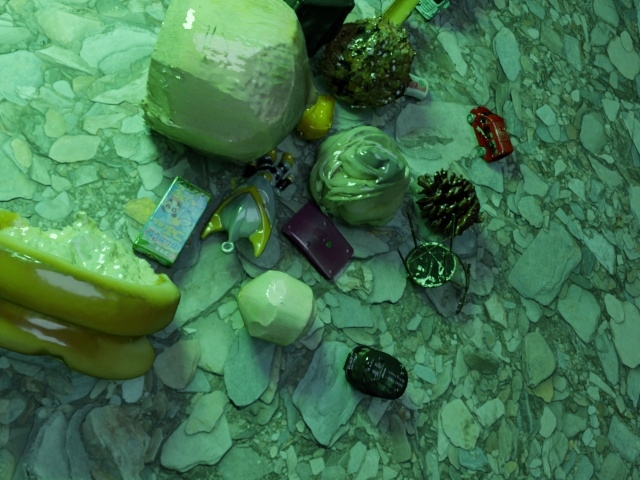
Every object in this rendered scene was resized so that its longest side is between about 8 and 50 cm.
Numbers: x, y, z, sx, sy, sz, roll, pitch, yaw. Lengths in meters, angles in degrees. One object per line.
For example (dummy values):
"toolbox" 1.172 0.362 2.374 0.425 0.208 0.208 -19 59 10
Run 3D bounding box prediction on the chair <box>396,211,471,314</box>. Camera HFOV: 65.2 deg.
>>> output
"chair" 0.323 0.069 1.407 0.325 0.170 0.159 62 40 -53

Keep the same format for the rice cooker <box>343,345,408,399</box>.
"rice cooker" 0.140 0.333 1.252 0.165 0.106 0.112 34 67 -27

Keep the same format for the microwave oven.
"microwave oven" -0.058 -0.604 1.301 0.178 0.247 0.188 -13 81 -33

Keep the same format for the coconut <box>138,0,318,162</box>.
"coconut" -0.185 -0.370 1.130 0.405 0.405 0.404 8 72 -25

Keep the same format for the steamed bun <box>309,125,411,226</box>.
"steamed bun" 0.125 -0.188 1.333 0.268 0.207 0.280 26 64 -19

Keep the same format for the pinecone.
"pinecone" 0.371 -0.114 1.457 0.169 0.185 0.212 -27 69 -8

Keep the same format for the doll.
"doll" -0.158 -0.096 1.224 0.146 0.103 0.316 32 58 -11

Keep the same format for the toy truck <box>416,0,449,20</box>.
"toy truck" 0.437 -0.905 1.720 0.136 0.162 0.305 44 61 -10

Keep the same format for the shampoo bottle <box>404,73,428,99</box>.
"shampoo bottle" 0.303 -0.492 1.602 0.099 0.043 0.072 10 72 -24

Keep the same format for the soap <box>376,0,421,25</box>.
"soap" 0.209 -0.674 1.555 0.076 0.135 0.233 42 61 -11

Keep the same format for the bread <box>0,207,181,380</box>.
"bread" -0.491 0.092 0.951 0.424 0.329 0.245 24 107 -20

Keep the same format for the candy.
"candy" -0.334 -0.043 1.139 0.097 0.062 0.194 32 65 -17

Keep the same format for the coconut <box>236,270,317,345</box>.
"coconut" -0.107 0.148 1.147 0.183 0.171 0.170 29 65 -20

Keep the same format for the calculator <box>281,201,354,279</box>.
"calculator" 0.000 0.000 1.315 0.190 0.034 0.126 47 59 -9

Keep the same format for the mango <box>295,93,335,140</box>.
"mango" -0.012 -0.342 1.389 0.101 0.066 0.187 30 59 -8

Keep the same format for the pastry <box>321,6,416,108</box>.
"pastry" 0.138 -0.491 1.398 0.275 0.193 0.274 -4 109 -11

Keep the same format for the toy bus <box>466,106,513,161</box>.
"toy bus" 0.569 -0.365 1.677 0.081 0.089 0.195 -11 81 -30
